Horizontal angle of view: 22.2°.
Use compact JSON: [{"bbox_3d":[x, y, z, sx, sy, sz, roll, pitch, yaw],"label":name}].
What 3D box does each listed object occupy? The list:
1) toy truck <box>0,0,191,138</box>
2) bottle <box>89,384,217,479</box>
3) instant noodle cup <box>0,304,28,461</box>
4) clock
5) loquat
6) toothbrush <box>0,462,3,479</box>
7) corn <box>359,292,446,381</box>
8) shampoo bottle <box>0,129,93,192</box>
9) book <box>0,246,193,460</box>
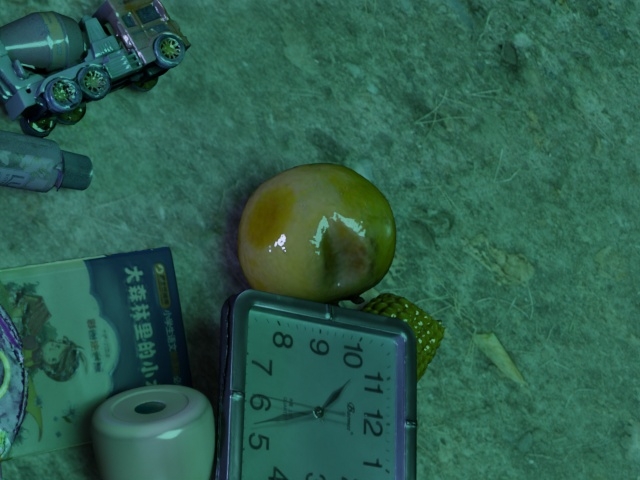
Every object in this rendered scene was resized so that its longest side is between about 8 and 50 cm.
[{"bbox_3d":[-0.296,-0.227,1.979,0.257,0.108,0.140,-29,89,-32],"label":"toy truck"},{"bbox_3d":[-0.191,0.306,1.971,0.147,0.147,0.236,-21,113,-36],"label":"bottle"},{"bbox_3d":[-0.469,0.154,1.754,0.251,0.190,0.251,4,84,-36],"label":"instant noodle cup"},{"bbox_3d":[-0.005,0.212,2.016,0.279,0.049,0.273,13,67,-29],"label":"clock"},{"bbox_3d":[-0.003,0.001,2.107,0.213,0.213,0.213,4,83,-36],"label":"loquat"},{"bbox_3d":[-0.386,0.165,1.899,0.025,0.020,0.286,-1,85,-28],"label":"toothbrush"},{"bbox_3d":[0.026,0.210,2.151,0.144,0.144,0.387,52,56,-20],"label":"corn"},{"bbox_3d":[-0.373,-0.096,1.928,0.214,0.072,0.072,10,80,-35],"label":"shampoo bottle"},{"bbox_3d":[-0.302,0.136,1.987,0.322,0.018,0.228,-9,91,-37],"label":"book"}]
